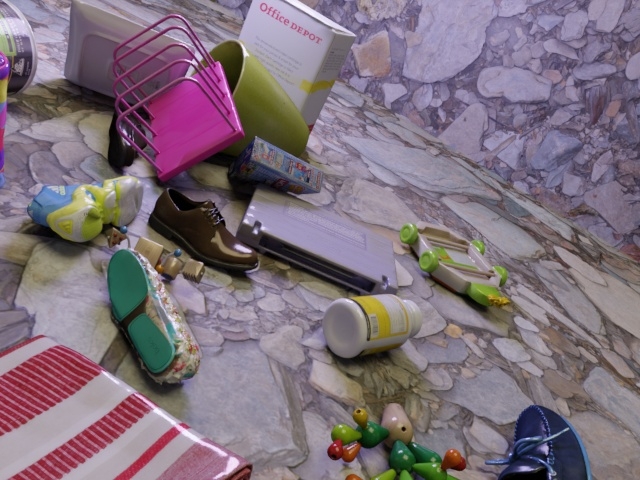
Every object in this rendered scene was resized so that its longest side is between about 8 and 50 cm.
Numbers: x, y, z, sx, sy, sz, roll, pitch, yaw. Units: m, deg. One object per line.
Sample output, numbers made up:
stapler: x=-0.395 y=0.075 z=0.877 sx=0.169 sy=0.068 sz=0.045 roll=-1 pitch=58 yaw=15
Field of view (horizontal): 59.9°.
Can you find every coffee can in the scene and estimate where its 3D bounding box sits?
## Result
coffee can: x=-0.710 y=-0.357 z=1.030 sx=0.201 sy=0.201 sz=0.275 roll=31 pitch=26 yaw=6

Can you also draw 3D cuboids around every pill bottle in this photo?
pill bottle: x=0.100 y=0.150 z=1.005 sx=0.184 sy=0.103 sz=0.103 roll=1 pitch=37 yaw=-44

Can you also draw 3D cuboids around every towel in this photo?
towel: x=-0.262 y=0.201 z=0.517 sx=0.329 sy=0.037 sz=0.237 roll=21 pitch=28 yaw=27

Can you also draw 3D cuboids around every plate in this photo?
plate: x=-0.471 y=-0.416 z=1.342 sx=0.278 sy=0.277 sz=0.045 roll=16 pitch=60 yaw=-22

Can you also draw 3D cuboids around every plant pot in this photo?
plant pot: x=-0.176 y=-0.320 z=1.446 sx=0.293 sy=0.275 sz=0.275 roll=26 pitch=22 yaw=-41

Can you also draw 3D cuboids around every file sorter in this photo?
file sorter: x=-0.318 y=-0.316 z=1.184 sx=0.182 sy=0.202 sz=0.290 roll=53 pitch=11 yaw=-48

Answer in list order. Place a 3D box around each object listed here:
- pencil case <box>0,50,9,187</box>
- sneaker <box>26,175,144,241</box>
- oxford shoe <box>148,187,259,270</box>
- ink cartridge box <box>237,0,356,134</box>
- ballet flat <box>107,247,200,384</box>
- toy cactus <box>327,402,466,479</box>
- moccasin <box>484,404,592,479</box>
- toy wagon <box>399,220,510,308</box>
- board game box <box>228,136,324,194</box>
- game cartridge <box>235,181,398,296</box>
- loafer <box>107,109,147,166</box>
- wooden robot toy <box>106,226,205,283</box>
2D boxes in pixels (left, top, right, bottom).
pencil case: x=-0.533 y=-0.183 z=0.850 sx=0.104 sy=0.236 sz=0.104 roll=16 pitch=35 yaw=-11
sneaker: x=-0.399 y=-0.072 z=0.945 sx=0.126 sy=0.091 sz=0.240 roll=17 pitch=15 yaw=3
oxford shoe: x=-0.208 y=-0.021 z=1.028 sx=0.227 sy=0.096 sz=0.083 roll=30 pitch=25 yaw=1
ink cartridge box: x=-0.110 y=-0.498 z=1.645 sx=0.279 sy=0.384 sz=0.160 roll=35 pitch=27 yaw=13
ballet flat: x=-0.242 y=0.112 z=0.799 sx=0.241 sy=0.091 sz=0.077 roll=54 pitch=6 yaw=35
toy cactus: x=0.113 y=0.290 z=0.791 sx=0.219 sy=0.112 sz=0.180 roll=16 pitch=18 yaw=-4
moccasin: x=0.321 y=0.359 z=0.810 sx=0.117 sy=0.137 sz=0.342 roll=23 pitch=26 yaw=0
toy wagon: x=0.362 y=0.067 z=1.444 sx=0.267 sy=0.068 sz=0.344 roll=12 pitch=31 yaw=-29
board game box: x=-0.102 y=-0.153 z=1.312 sx=0.194 sy=0.194 sz=0.060 roll=18 pitch=71 yaw=-22
game cartridge: x=0.000 y=0.000 z=1.232 sx=0.355 sy=0.068 sz=0.230 roll=24 pitch=23 yaw=-8
loafer: x=-0.414 y=-0.225 z=1.210 sx=0.078 sy=0.080 sz=0.220 roll=13 pitch=30 yaw=-27
wooden robot toy: x=-0.281 y=0.045 z=0.901 sx=0.173 sy=0.076 sz=0.079 roll=24 pitch=62 yaw=-8
